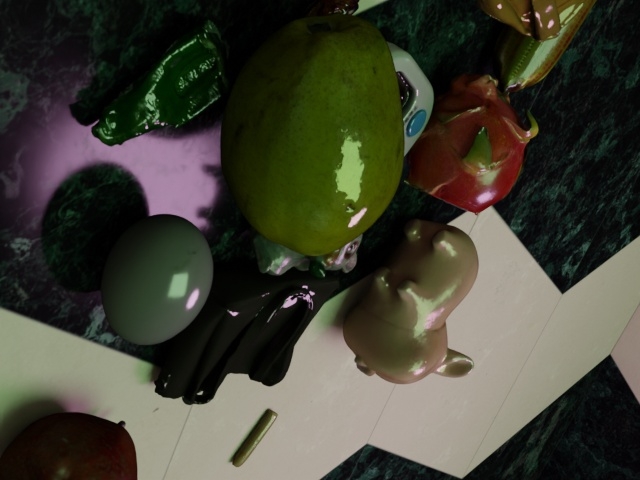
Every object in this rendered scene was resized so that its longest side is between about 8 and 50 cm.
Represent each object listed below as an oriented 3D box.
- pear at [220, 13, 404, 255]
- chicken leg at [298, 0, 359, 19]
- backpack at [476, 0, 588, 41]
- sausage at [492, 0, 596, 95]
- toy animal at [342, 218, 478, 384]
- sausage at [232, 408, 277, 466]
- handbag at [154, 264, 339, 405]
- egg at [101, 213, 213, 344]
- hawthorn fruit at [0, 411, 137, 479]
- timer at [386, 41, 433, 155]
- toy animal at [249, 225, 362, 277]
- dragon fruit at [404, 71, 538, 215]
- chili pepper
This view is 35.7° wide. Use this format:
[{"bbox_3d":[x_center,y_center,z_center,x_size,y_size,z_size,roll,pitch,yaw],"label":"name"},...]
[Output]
[{"bbox_3d":[-0.008,-0.139,1.299,0.253,0.253,0.307,-24,131,-37],"label":"pear"},{"bbox_3d":[0.018,-0.317,1.392,0.205,0.053,0.093,-40,170,-6],"label":"chicken leg"},{"bbox_3d":[0.340,-0.495,1.479,0.353,0.201,0.378,-52,151,3],"label":"backpack"},{"bbox_3d":[0.384,-0.363,1.736,0.117,0.125,0.317,23,106,-20],"label":"sausage"},{"bbox_3d":[0.178,0.122,1.900,0.326,0.237,0.269,-49,137,-11],"label":"toy animal"},{"bbox_3d":[-0.128,0.385,1.925,0.132,0.024,0.024,-55,148,2],"label":"sausage"},{"bbox_3d":[-0.121,0.151,1.628,0.285,0.113,0.257,-9,136,-48],"label":"handbag"},{"bbox_3d":[-0.225,0.056,1.357,0.146,0.146,0.198,-3,130,-51],"label":"egg"},{"bbox_3d":[-0.349,0.339,1.452,0.208,0.208,0.248,-67,169,23],"label":"hawthorn fruit"},{"bbox_3d":[0.060,-0.176,1.547,0.262,0.087,0.237,-53,149,0],"label":"timer"},{"bbox_3d":[0.001,-0.003,1.594,0.251,0.125,0.127,6,86,-53],"label":"toy animal"},{"bbox_3d":[0.249,-0.163,1.697,0.227,0.224,0.224,-61,148,-2],"label":"dragon fruit"},{"bbox_3d":[-0.194,-0.194,1.234,0.216,0.062,0.108,-40,140,-17],"label":"chili pepper"}]
